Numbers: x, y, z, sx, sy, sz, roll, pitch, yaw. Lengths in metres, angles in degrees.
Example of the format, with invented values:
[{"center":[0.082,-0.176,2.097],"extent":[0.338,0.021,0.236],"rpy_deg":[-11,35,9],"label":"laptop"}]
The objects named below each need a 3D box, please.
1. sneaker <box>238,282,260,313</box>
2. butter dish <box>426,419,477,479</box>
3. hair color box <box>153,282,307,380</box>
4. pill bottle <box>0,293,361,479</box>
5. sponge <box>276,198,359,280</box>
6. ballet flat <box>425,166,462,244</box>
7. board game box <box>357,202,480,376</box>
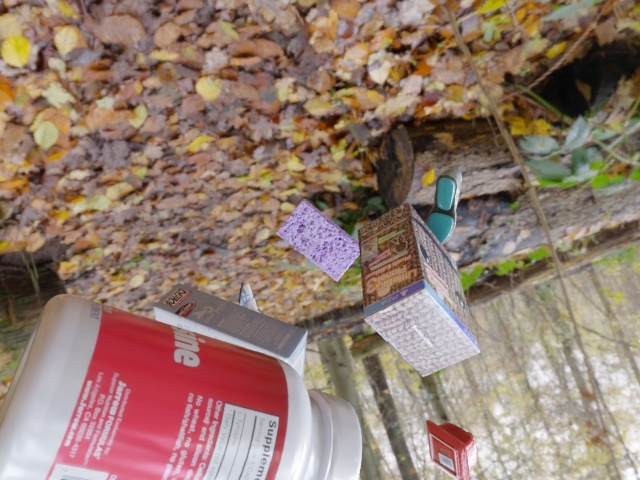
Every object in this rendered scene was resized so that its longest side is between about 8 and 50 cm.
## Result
[{"center":[-0.226,0.251,1.870],"extent":[0.086,0.237,0.085],"rpy_deg":[-11,157,-6],"label":"sneaker"},{"center":[0.397,0.595,1.617],"extent":[0.118,0.160,0.160],"rpy_deg":[-20,-158,-30],"label":"butter dish"},{"center":[-0.228,0.262,1.406],"extent":[0.374,0.185,0.113],"rpy_deg":[17,-144,16],"label":"hair color box"},{"center":[-0.161,0.230,0.682],"extent":[0.408,0.229,0.229],"rpy_deg":[23,150,-25],"label":"pill bottle"},{"center":[0.000,0.000,1.466],"extent":[0.117,0.210,0.031],"rpy_deg":[-49,-172,16],"label":"sponge"},{"center":[0.309,-0.082,1.373],"extent":[0.068,0.072,0.213],"rpy_deg":[-45,148,-45],"label":"ballet flat"},{"center":[0.209,0.103,1.234],"extent":[0.141,0.291,0.232],"rpy_deg":[-30,123,22],"label":"board game box"}]
